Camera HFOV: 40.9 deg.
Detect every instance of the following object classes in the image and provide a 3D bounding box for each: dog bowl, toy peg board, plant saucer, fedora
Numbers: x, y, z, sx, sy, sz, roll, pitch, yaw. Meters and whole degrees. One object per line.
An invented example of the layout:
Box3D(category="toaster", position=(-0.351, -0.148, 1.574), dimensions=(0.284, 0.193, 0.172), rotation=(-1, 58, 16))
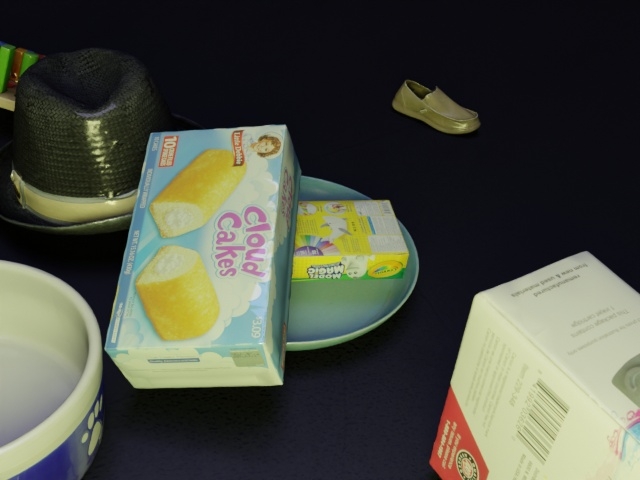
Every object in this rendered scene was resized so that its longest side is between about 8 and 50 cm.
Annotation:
Box3D(category="dog bowl", position=(-0.325, 0.135, 0.753), dimensions=(0.264, 0.104, 0.265), rotation=(4, 36, -3))
Box3D(category="toy peg board", position=(-0.454, -0.255, 1.226), dimensions=(0.161, 0.079, 0.161), rotation=(18, 22, -7))
Box3D(category="plant saucer", position=(-0.046, 0.024, 0.997), dimensions=(0.317, 0.044, 0.318), rotation=(5, 36, -3))
Box3D(category="fedora", position=(-0.280, -0.146, 1.062), dimensions=(0.334, 0.153, 0.334), rotation=(-2, 32, 2))

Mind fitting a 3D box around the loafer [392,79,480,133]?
Box3D(category="loafer", position=(0.180, -0.208, 1.336), dimensions=(0.148, 0.050, 0.056), rotation=(21, 39, 19))

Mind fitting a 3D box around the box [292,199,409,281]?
Box3D(category="box", position=(0.000, 0.000, 0.966), dimensions=(0.179, 0.043, 0.105), rotation=(0, 38, -11))

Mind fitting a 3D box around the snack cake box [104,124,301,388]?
Box3D(category="snack cake box", position=(-0.107, 0.011, 0.863), dimensions=(0.152, 0.089, 0.264), rotation=(-4, 54, 10))

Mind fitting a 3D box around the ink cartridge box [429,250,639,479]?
Box3D(category="ink cartridge box", position=(0.236, 0.192, 0.651), dimensions=(0.131, 0.226, 0.306), rotation=(-19, 47, -29))
